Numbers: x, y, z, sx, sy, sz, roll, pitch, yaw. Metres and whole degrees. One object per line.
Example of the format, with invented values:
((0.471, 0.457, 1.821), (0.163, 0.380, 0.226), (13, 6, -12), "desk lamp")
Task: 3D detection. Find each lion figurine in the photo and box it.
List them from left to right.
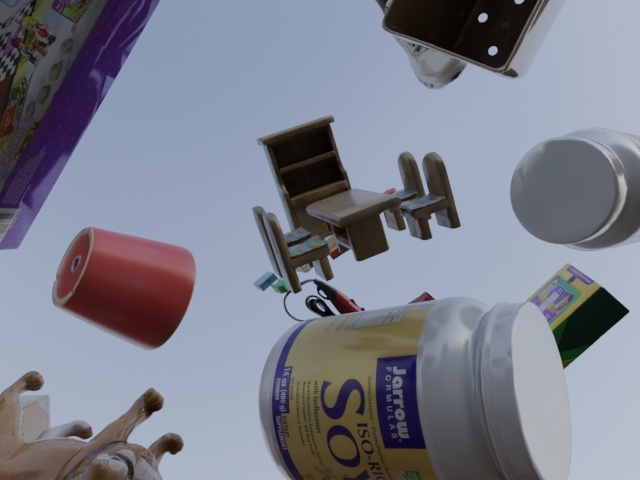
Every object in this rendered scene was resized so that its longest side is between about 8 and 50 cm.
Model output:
((-0.337, 0.284, 0.696), (0.392, 0.240, 0.142), (-6, -72, 24), "lion figurine")

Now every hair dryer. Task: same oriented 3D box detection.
((0.090, 0.166, 1.078), (0.293, 0.080, 0.224), (-14, -64, -5), "hair dryer")

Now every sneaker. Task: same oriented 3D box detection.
((0.174, -0.380, 1.017), (0.118, 0.292, 0.110), (25, -58, -37), "sneaker")

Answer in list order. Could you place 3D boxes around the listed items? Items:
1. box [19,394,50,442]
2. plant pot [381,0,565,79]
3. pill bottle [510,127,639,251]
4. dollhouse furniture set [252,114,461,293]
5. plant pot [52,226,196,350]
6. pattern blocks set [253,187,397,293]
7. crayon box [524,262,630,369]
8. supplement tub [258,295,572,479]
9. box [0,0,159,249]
((-0.601, 0.376, 0.991), (0.121, 0.311, 0.148), (-2, -92, -5), "box")
((0.133, -0.185, 0.435), (0.096, 0.109, 0.109), (3, -64, -57), "plant pot")
((0.387, -0.069, 0.767), (0.278, 0.162, 0.162), (-5, -50, -44), "pill bottle")
((0.014, -0.070, 0.706), (0.212, 0.242, 0.161), (-21, -76, -12), "dollhouse furniture set")
((-0.470, 0.099, 1.318), (0.243, 0.275, 0.275), (28, -65, -37), "plant pot")
((0.000, 0.000, 1.218), (0.325, 0.285, 0.026), (-45, -73, -26), "pattern blocks set")
((0.671, 0.234, 1.603), (0.106, 0.363, 0.313), (43, -77, 3), "crayon box")
((0.115, 0.200, 0.705), (0.331, 0.241, 0.241), (-15, -49, 35), "supplement tub")
((-0.259, -0.167, 0.438), (0.201, 0.057, 0.293), (36, -81, 9), "box")
